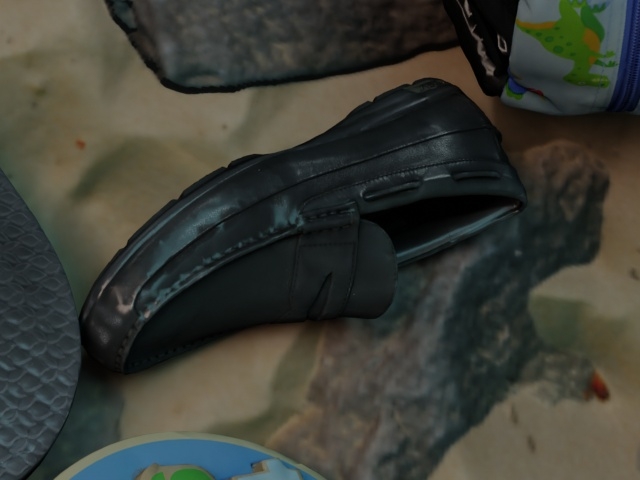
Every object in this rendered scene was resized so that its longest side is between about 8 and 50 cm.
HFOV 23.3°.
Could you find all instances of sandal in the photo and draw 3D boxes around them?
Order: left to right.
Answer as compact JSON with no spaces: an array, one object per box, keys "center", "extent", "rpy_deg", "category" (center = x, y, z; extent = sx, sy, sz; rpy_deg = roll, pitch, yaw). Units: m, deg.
[{"center":[-0.163,-0.001,0.613],"extent":[0.097,0.054,0.254],"rpy_deg":[-5,55,-29],"category":"sandal"}]

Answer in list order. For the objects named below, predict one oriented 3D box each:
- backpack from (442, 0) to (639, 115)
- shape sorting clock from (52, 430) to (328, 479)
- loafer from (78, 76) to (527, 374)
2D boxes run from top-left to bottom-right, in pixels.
[{"center":[0.145,-0.230,0.692],"extent":[0.273,0.290,0.355],"rpy_deg":[14,86,-2],"category":"backpack"},{"center":[-0.025,0.160,0.548],"extent":[0.206,0.040,0.206],"rpy_deg":[26,42,-26],"category":"shape sorting clock"},{"center":[0.000,0.000,0.651],"extent":[0.223,0.076,0.078],"rpy_deg":[-29,68,-34],"category":"loafer"}]
